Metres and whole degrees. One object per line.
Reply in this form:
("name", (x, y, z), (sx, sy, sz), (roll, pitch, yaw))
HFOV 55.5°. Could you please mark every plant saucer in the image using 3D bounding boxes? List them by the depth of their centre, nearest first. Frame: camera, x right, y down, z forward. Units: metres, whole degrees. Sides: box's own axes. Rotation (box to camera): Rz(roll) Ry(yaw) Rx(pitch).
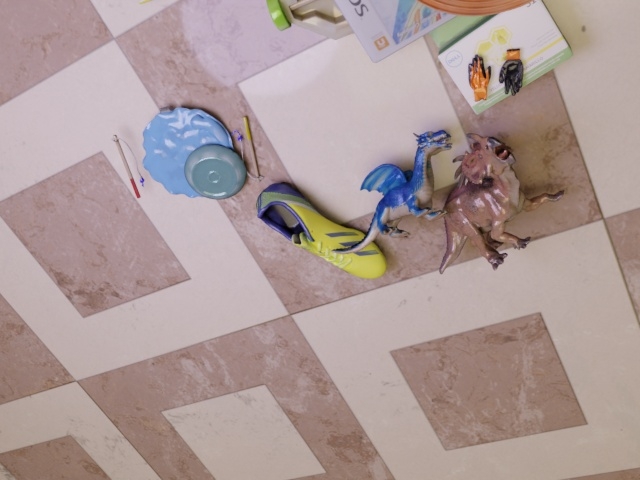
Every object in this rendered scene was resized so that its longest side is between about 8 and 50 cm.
("plant saucer", (-0.202, -0.125, 1.163), (0.120, 0.021, 0.119), (0, 125, 0))

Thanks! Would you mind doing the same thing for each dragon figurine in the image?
("dragon figurine", (0.132, -0.084, 1.093), (0.289, 0.085, 0.143), (-33, 66, 35))

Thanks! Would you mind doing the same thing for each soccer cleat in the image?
("soccer cleat", (-0.001, 0.001, 1.168), (0.289, 0.121, 0.093), (35, 122, -10))

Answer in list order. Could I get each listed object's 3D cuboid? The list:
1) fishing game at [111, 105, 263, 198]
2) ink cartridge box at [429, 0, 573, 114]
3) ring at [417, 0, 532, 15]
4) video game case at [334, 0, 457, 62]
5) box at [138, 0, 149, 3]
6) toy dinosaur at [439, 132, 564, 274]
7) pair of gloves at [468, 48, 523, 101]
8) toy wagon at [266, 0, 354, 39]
("fishing game", (-0.255, -0.170, 1.170), (0.264, 0.041, 0.189), (-10, 120, 8))
("ink cartridge box", (0.254, -0.340, 0.944), (0.171, 0.056, 0.235), (-30, 113, 27))
("ring", (0.218, -0.448, 0.761), (0.337, 0.032, 0.336), (-2, 135, -2))
("video game case", (0.142, -0.437, 0.813), (0.329, 0.036, 0.300), (-26, 130, 20))
("box", (-0.232, -0.462, 0.983), (0.179, 0.043, 0.105), (-9, 118, 20))
("toy dinosaur", (0.278, -0.069, 1.073), (0.200, 0.127, 0.295), (40, 137, -2))
("pair of gloves", (0.274, -0.259, 0.952), (0.083, 0.010, 0.074), (-7, 120, 13))
("toy wagon", (0.013, -0.459, 0.856), (0.267, 0.068, 0.344), (-18, 132, 12))
